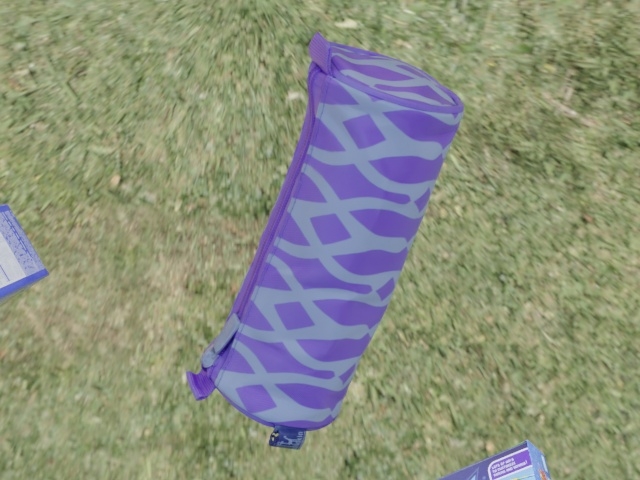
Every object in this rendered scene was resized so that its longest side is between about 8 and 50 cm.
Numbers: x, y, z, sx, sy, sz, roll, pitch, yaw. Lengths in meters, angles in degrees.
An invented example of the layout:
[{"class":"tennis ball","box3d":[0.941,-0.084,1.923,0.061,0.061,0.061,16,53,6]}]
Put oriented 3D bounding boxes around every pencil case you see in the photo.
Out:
[{"class":"pencil case","box3d":[0.000,0.000,0.623,0.088,0.086,0.206,14,109,-23]}]

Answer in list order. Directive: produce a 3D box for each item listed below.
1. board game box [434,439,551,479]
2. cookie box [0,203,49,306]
[{"class":"board game box","box3d":[0.096,0.258,0.944,0.201,0.136,0.035,-27,135,21]},{"class":"cookie box","box3d":[-0.167,0.027,0.478,0.092,0.107,0.040,-32,94,4]}]
